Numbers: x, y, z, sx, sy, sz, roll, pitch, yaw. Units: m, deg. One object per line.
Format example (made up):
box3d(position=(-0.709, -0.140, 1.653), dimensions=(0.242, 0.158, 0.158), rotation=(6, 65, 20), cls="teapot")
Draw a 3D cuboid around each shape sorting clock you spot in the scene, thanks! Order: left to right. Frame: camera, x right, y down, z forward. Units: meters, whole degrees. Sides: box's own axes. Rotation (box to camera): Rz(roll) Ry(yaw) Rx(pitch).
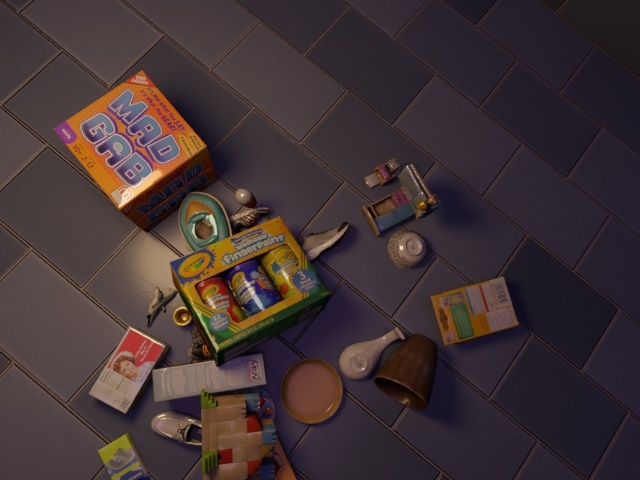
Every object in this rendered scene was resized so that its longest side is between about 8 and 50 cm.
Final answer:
box3d(position=(-0.271, 0.635, 1.714), dimensions=(0.206, 0.040, 0.206), rotation=(2, 66, -5), cls="shape sorting clock")

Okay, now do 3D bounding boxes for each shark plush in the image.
box3d(position=(-0.608, 0.250, 1.761), dimensions=(0.067, 0.073, 0.161), rotation=(31, 70, -31), cls="shark plush")

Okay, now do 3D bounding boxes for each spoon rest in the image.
box3d(position=(0.200, 0.434, 1.815), dimensions=(0.276, 0.084, 0.137), rotation=(-34, 83, 2), cls="spoon rest")

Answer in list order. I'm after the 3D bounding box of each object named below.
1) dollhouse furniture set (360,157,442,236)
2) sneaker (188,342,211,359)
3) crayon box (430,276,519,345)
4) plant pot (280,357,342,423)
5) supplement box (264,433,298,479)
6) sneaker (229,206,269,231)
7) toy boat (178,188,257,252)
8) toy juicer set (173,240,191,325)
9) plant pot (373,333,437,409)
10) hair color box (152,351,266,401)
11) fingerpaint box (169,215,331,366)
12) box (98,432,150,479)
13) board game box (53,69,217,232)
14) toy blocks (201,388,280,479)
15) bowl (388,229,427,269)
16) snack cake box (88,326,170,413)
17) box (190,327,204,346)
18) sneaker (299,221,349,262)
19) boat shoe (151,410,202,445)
box3d(position=(0.281, -0.188, 1.820), dimensions=(0.198, 0.303, 0.286), rotation=(-27, 83, -12), cls="dollhouse furniture set")
box3d(position=(-0.386, 0.394, 1.742), dimensions=(0.214, 0.083, 0.084), rotation=(-12, 82, -7), cls="sneaker")
box3d(position=(0.605, 0.283, 1.878), dimensions=(0.322, 0.083, 0.203), rotation=(-13, 81, -10), cls="crayon box")
box3d(position=(-0.034, 0.568, 1.775), dimensions=(0.236, 0.032, 0.236), rotation=(1, 79, -6), cls="plant pot")
box3d(position=(-0.147, 0.817, 1.691), dimensions=(0.078, 0.080, 0.233), rotation=(-24, 84, -11), cls="supplement box")
box3d(position=(-0.278, -0.081, 1.858), dimensions=(0.170, 0.063, 0.075), rotation=(-19, 81, -5), cls="sneaker")
box3d(position=(-0.388, -0.097, 1.761), dimensions=(0.318, 0.148, 0.268), rotation=(-30, 80, 2), cls="toy boat")
box3d(position=(-0.437, 0.162, 1.778), dimensions=(0.209, 0.089, 0.329), rotation=(4, 78, -6), cls="toy juicer set")
box3d(position=(0.347, 0.476, 1.763), dimensions=(0.215, 0.215, 0.230), rotation=(33, 63, 1), cls="plant pot")
box3d(position=(-0.385, 0.482, 1.672), dimensions=(0.374, 0.185, 0.114), rotation=(-6, 79, -8), cls="hair color box")
box3d(position=(-0.250, 0.165, 1.666), dimensions=(0.444, 0.163, 0.371), rotation=(-24, 65, -24), cls="fingerpaint box")
box3d(position=(-0.693, 0.791, 1.650), dimensions=(0.109, 0.042, 0.178), rotation=(-30, 83, -11), cls="box")
box3d(position=(-0.644, -0.305, 1.709), dimensions=(0.356, 0.356, 0.356), rotation=(-40, 85, -12), cls="board game box")
box3d(position=(-0.265, 0.674, 1.574), dimensions=(0.260, 0.191, 0.382), rotation=(-1, 93, -13), cls="toy blocks")
box3d(position=(0.367, 0.031, 1.901), dimensions=(0.170, 0.080, 0.170), rotation=(1, 79, -7), cls="bowl")
box3d(position=(-0.686, 0.464, 1.690), dimensions=(0.152, 0.089, 0.264), rotation=(28, 77, 1), cls="snack cake box")
box3d(position=(-0.446, 0.354, 1.746), dimensions=(0.067, 0.083, 0.018), rotation=(-23, 124, -11), cls="box")
box3d(position=(0.000, 0.000, 1.857), dimensions=(0.271, 0.100, 0.108), rotation=(-35, 80, -11), cls="sneaker")
box3d(position=(-0.481, 0.676, 1.674), dimensions=(0.258, 0.084, 0.095), rotation=(10, 78, -5), cls="boat shoe")
